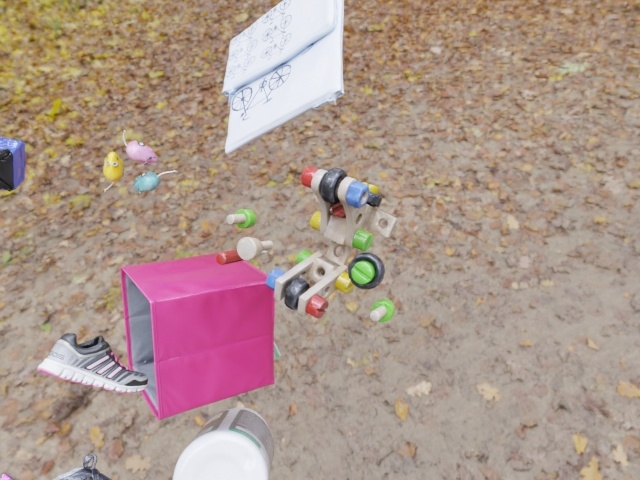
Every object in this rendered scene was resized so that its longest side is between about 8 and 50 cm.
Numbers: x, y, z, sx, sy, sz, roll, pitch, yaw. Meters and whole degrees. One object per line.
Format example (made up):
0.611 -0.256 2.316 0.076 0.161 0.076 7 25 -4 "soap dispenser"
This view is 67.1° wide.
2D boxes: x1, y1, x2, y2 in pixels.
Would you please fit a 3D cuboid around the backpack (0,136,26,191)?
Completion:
-0.642 -0.157 0.931 0.120 0.098 0.101 9 25 -15 "backpack"

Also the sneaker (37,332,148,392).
-0.339 0.189 0.753 0.063 0.170 0.075 -6 62 45 "sneaker"

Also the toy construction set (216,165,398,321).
0.000 0.000 0.892 0.308 0.258 0.237 -2 4 25 "toy construction set"

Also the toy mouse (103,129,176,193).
-0.369 -0.144 0.986 0.143 0.161 0.031 9 38 -14 "toy mouse"

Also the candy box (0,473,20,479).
-0.711 0.661 1.050 0.159 0.071 0.233 34 58 1 "candy box"

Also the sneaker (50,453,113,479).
-0.453 0.504 0.856 0.268 0.101 0.153 -45 75 4 "sneaker"

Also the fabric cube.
-0.271 0.188 1.062 0.258 0.259 0.254 -8 16 -34 "fabric cube"

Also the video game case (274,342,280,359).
-0.230 0.263 1.272 0.193 0.212 0.023 -29 9 -27 "video game case"

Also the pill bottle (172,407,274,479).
-0.217 0.529 1.178 0.204 0.361 0.204 0 82 -2 "pill bottle"

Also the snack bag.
-0.087 -0.363 0.990 0.323 0.037 0.343 -17 59 35 "snack bag"
